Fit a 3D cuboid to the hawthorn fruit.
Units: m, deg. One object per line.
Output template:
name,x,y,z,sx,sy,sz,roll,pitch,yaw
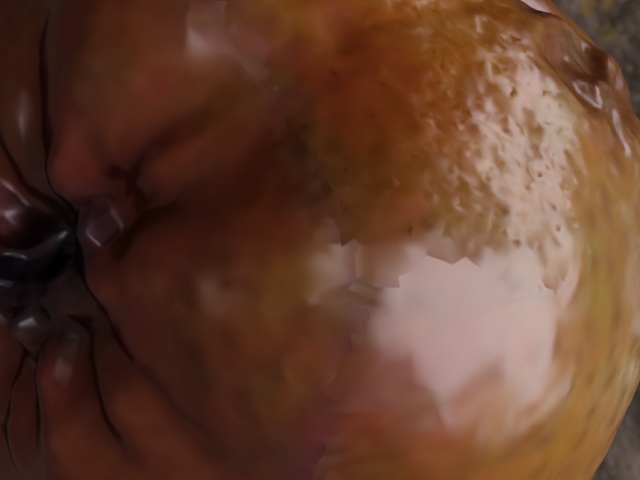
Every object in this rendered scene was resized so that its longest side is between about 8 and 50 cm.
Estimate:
hawthorn fruit,0.000,0.000,0.971,0.472,0.472,0.471,-21,90,-78
